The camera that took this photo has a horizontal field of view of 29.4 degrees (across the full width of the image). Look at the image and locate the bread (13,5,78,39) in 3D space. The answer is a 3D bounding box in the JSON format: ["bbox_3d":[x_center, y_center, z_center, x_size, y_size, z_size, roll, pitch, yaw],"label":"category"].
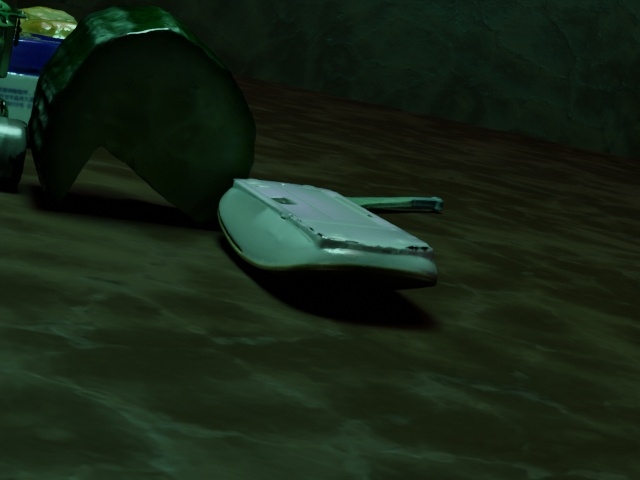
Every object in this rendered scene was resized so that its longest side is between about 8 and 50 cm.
[{"bbox_3d":[-0.331,-0.226,1.564,0.244,0.134,0.244,14,12,-3],"label":"bread"}]

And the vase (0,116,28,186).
[{"bbox_3d":[-0.353,-0.087,1.008,0.211,0.060,0.060,8,11,-18],"label":"vase"}]

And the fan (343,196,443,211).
[{"bbox_3d":[0.073,-0.039,1.334,0.038,0.016,0.193,24,17,40],"label":"fan"}]

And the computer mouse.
[{"bbox_3d":[0.000,0.000,0.936,0.126,0.056,0.245,6,12,-23],"label":"computer mouse"}]

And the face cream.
[{"bbox_3d":[-0.347,-0.174,1.330,0.206,0.111,0.206,11,10,-2],"label":"face cream"}]

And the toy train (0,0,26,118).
[{"bbox_3d":[-0.407,-0.173,1.145,0.269,0.154,0.115,15,9,17],"label":"toy train"}]

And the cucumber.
[{"bbox_3d":[-0.148,-0.108,1.038,0.191,0.191,0.130,8,20,-18],"label":"cucumber"}]
